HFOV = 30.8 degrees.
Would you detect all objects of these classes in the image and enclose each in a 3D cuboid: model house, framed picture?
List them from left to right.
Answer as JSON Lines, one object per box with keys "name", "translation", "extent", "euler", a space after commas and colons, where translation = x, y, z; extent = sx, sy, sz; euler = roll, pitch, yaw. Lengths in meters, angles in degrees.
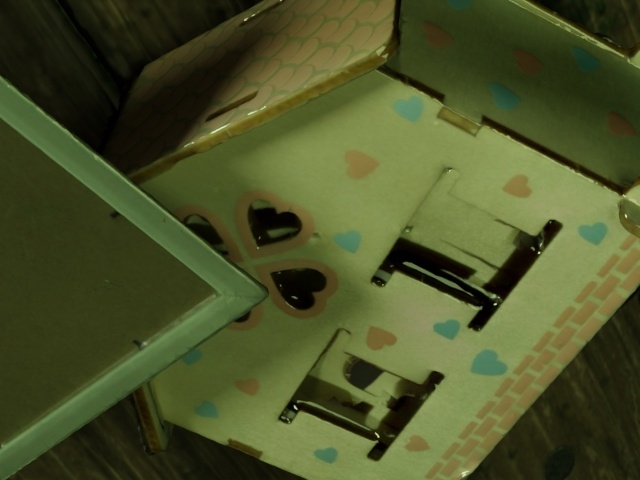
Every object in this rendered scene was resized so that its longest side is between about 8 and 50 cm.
{"name": "framed picture", "translation": [-0.202, -0.010, 0.489], "extent": [0.232, 0.019, 0.296], "euler": [-34, 119, 28]}
{"name": "model house", "translation": [0.000, 0.000, 0.589], "extent": [0.244, 0.169, 0.326], "euler": [23, 128, -12]}

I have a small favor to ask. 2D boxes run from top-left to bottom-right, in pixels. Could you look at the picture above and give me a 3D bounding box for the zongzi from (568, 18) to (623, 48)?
{"name": "zongzi", "translation": [0.094, -0.071, 0.715], "extent": [0.176, 0.078, 0.160], "euler": [11, 94, -25]}
